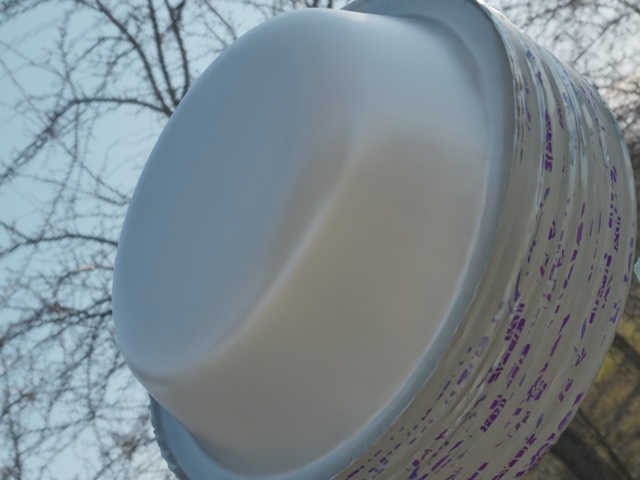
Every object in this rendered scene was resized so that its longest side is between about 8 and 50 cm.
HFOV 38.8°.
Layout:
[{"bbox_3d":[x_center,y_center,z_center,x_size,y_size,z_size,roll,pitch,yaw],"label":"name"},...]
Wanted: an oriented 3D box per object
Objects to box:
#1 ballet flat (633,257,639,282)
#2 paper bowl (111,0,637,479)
[{"bbox_3d":[0.354,0.020,0.892,0.057,0.052,0.168,-3,-20,3],"label":"ballet flat"},{"bbox_3d":[0.000,0.000,0.466,0.148,0.284,0.284,26,-62,-33],"label":"paper bowl"}]
